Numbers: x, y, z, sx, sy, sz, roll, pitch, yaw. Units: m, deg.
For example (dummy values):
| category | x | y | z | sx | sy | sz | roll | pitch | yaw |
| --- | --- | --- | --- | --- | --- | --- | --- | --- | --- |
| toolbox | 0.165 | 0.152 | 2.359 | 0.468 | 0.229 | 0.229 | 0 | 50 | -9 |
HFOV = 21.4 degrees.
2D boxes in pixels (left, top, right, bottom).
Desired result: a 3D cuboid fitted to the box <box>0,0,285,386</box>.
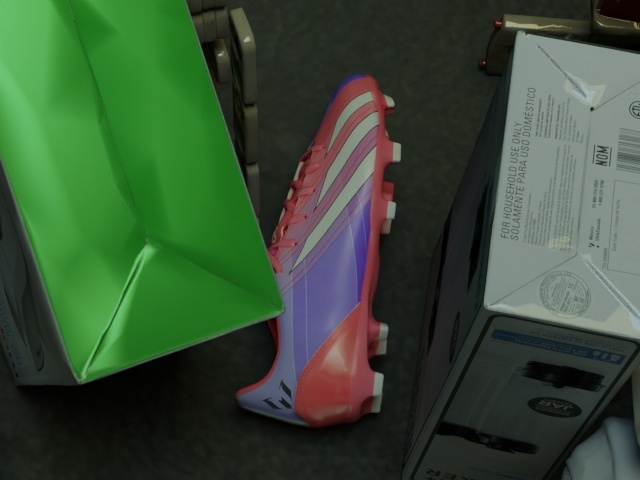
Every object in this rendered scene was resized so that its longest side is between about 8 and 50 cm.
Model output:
| category | x | y | z | sx | sy | sz | roll | pitch | yaw |
| --- | --- | --- | --- | --- | --- | --- | --- | --- | --- |
| box | -0.141 | -0.058 | 0.965 | 0.127 | 0.231 | 0.262 | -19 | 92 | -19 |

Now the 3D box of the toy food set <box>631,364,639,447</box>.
| category | x | y | z | sx | sy | sz | roll | pitch | yaw |
| --- | --- | --- | --- | --- | --- | --- | --- | --- | --- |
| toy food set | 0.281 | 0.128 | 0.957 | 0.306 | 0.092 | 0.219 | 41 | 32 | -21 |

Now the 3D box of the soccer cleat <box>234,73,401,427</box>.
| category | x | y | z | sx | sy | sz | roll | pitch | yaw |
| --- | --- | --- | --- | --- | --- | --- | --- | --- | --- |
| soccer cleat | 0.000 | 0.000 | 1.087 | 0.095 | 0.083 | 0.248 | 4 | 67 | -1 |

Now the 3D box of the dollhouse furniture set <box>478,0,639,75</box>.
| category | x | y | z | sx | sy | sz | roll | pitch | yaw |
| --- | --- | --- | --- | --- | --- | --- | --- | --- | --- |
| dollhouse furniture set | 0.184 | -0.105 | 1.100 | 0.129 | 0.183 | 0.129 | 4 | 64 | -6 |

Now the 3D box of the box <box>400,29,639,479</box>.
| category | x | y | z | sx | sy | sz | roll | pitch | yaw |
| --- | --- | --- | --- | --- | --- | --- | --- | --- | --- |
| box | 0.117 | 0.030 | 0.970 | 0.087 | 0.290 | 0.169 | 10 | 66 | -1 |

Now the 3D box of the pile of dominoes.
| category | x | y | z | sx | sy | sz | roll | pitch | yaw |
| --- | --- | --- | --- | --- | --- | --- | --- | --- | --- |
| pile of dominoes | -0.084 | -0.122 | 1.039 | 0.040 | 0.251 | 0.196 | -15 | 59 | -11 |

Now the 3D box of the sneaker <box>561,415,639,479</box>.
| category | x | y | z | sx | sy | sz | roll | pitch | yaw |
| --- | --- | --- | --- | --- | --- | --- | --- | --- | --- |
| sneaker | 0.057 | 0.252 | 0.895 | 0.210 | 0.137 | 0.365 | 16 | 89 | 3 |
